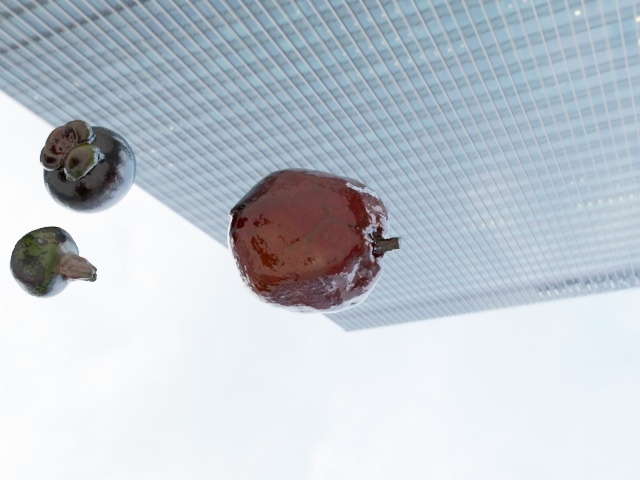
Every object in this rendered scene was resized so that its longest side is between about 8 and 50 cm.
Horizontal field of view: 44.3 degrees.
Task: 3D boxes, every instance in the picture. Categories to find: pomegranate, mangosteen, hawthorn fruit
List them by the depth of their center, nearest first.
[{"bbox_3d":[0.000,0.000,1.381,0.307,0.265,0.265,-3,-113,24],"label":"hawthorn fruit"},{"bbox_3d":[-0.499,0.048,1.482,0.163,0.125,0.138,24,-116,-9],"label":"pomegranate"},{"bbox_3d":[-0.491,-0.154,1.649,0.209,0.210,0.210,-10,-116,22],"label":"mangosteen"}]
